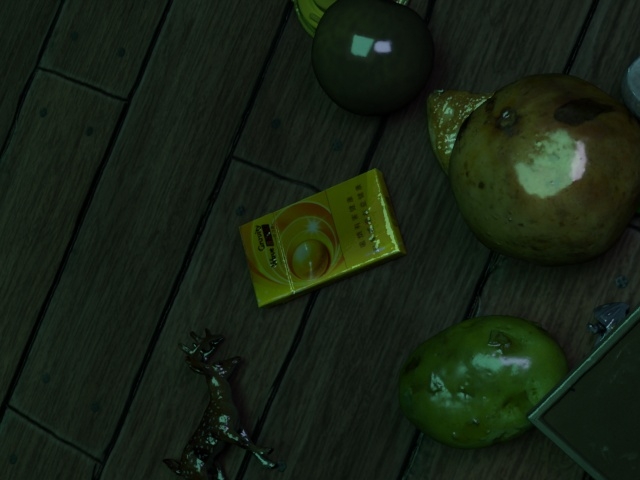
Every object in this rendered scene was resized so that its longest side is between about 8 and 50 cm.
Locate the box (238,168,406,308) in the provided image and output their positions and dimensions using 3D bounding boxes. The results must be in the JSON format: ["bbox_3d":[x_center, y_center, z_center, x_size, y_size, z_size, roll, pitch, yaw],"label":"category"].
[{"bbox_3d":[0.000,0.000,1.738,0.269,0.043,0.152,-22,70,22],"label":"box"}]

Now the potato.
[{"bbox_3d":[0.237,0.205,1.517,0.253,0.148,0.186,-10,93,24],"label":"potato"}]

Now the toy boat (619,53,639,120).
[{"bbox_3d":[0.544,-0.209,1.484,0.227,0.085,0.155,8,69,21],"label":"toy boat"}]

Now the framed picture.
[{"bbox_3d":[0.483,0.202,1.400,0.247,0.022,0.335,42,101,0],"label":"framed picture"}]

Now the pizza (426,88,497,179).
[{"bbox_3d":[0.242,-0.179,1.645,0.161,0.062,0.182,-42,59,21],"label":"pizza"}]

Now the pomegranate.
[{"bbox_3d":[0.321,-0.095,1.472,0.281,0.281,0.281,-6,77,26],"label":"pomegranate"}]

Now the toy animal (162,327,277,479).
[{"bbox_3d":[-0.182,0.305,1.748,0.260,0.087,0.243,37,96,25],"label":"toy animal"}]

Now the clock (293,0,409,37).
[{"bbox_3d":[0.049,-0.450,1.799,0.237,0.057,0.237,-6,77,28],"label":"clock"}]

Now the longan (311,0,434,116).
[{"bbox_3d":[0.079,-0.301,1.680,0.198,0.198,0.212,-45,74,12],"label":"longan"}]

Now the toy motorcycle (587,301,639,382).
[{"bbox_3d":[0.408,0.177,1.471,0.122,0.080,0.215,34,98,27],"label":"toy motorcycle"}]

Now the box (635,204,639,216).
[{"bbox_3d":[0.571,-0.083,1.463,0.235,0.034,0.132,10,83,29],"label":"box"}]
